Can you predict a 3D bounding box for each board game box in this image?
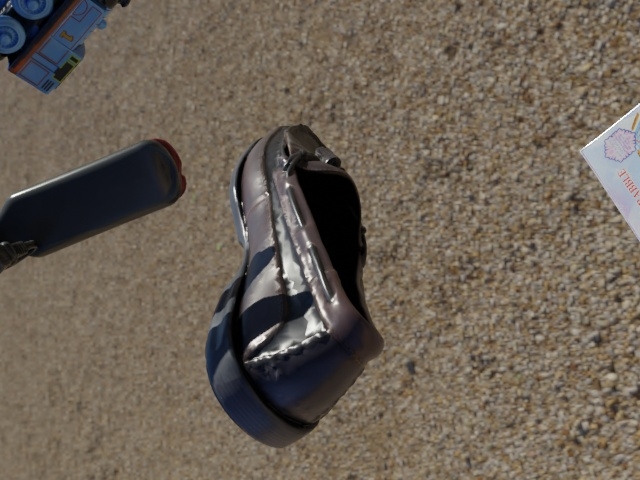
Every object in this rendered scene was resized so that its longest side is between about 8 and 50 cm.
[{"bbox_3d":[0.632,-0.125,1.302,0.318,0.065,0.319,-41,50,29],"label":"board game box"}]

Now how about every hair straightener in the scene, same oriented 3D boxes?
[{"bbox_3d":[-0.187,-0.004,0.441,0.089,0.230,0.047,-138,32,-79],"label":"hair straightener"}]

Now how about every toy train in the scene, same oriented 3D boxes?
[{"bbox_3d":[-0.283,-0.250,0.865,0.184,0.105,0.080,-41,43,18],"label":"toy train"}]

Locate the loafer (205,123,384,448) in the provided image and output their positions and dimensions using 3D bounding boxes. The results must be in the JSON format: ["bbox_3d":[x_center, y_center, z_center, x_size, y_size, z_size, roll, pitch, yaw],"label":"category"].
[{"bbox_3d":[0.000,0.000,0.532,0.095,0.109,0.303,-36,26,23],"label":"loafer"}]
